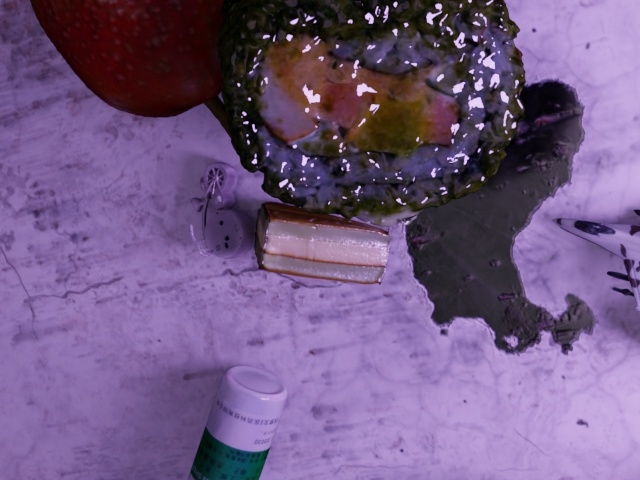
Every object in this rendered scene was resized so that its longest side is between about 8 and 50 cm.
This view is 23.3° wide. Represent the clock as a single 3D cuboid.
[{"bbox_3d":[-0.136,-0.038,2.062,0.087,0.041,0.129,-14,84,34],"label":"clock"}]

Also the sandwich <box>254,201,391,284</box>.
[{"bbox_3d":[0.000,0.000,2.015,0.163,0.113,0.079,6,104,-9],"label":"sandwich"}]

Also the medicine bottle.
[{"bbox_3d":[-0.123,0.299,2.091,0.095,0.095,0.260,27,112,21],"label":"medicine bottle"}]

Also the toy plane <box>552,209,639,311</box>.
[{"bbox_3d":[0.375,0.008,1.786,0.234,0.082,0.160,12,72,50],"label":"toy plane"}]

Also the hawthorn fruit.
[{"bbox_3d":[-0.190,-0.281,1.929,0.285,0.285,0.369,-26,100,29],"label":"hawthorn fruit"}]

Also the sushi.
[{"bbox_3d":[0.059,-0.171,1.796,0.352,0.178,0.294,-4,110,-3],"label":"sushi"}]
